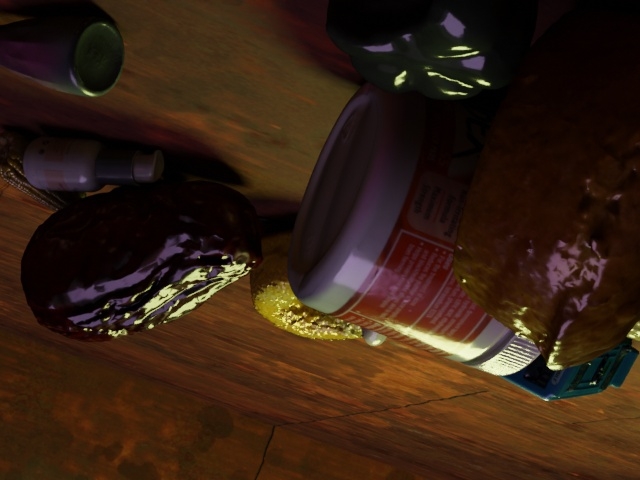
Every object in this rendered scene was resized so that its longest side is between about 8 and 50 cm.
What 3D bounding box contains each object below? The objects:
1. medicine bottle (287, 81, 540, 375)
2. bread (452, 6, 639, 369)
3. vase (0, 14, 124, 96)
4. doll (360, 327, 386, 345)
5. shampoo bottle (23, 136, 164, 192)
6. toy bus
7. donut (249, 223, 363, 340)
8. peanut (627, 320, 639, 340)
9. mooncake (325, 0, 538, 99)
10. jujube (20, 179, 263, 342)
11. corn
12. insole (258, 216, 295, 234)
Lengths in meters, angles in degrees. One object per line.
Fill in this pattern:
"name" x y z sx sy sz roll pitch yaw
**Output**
"medicine bottle" 0.119 -0.016 1.391 0.241 0.252 0.252 22 163 -15
"bread" 0.225 -0.047 1.128 0.172 0.312 0.312 25 166 17
"vase" -0.321 -0.211 1.503 0.214 0.086 0.086 11 163 32
"doll" 0.122 0.058 1.840 0.161 0.059 0.160 -11 122 -3
"shampoo bottle" -0.303 -0.099 1.842 0.192 0.074 0.074 5 160 18
"toy bus" 0.315 0.138 1.790 0.134 0.113 0.246 32 -168 27
"donut" 0.014 0.057 1.968 0.254 0.118 0.253 5 152 2
"peanut" 0.380 0.072 1.686 0.214 0.098 0.090 17 138 -18
"mooncake" 0.092 -0.189 1.137 0.168 0.104 0.175 26 159 -10
"jujube" -0.241 0.020 1.861 0.342 0.216 0.216 -15 150 25
"corn" -0.396 -0.092 1.945 0.085 0.063 0.165 49 -173 38
"insole" 0.000 0.000 1.983 0.328 0.007 0.111 13 161 12
